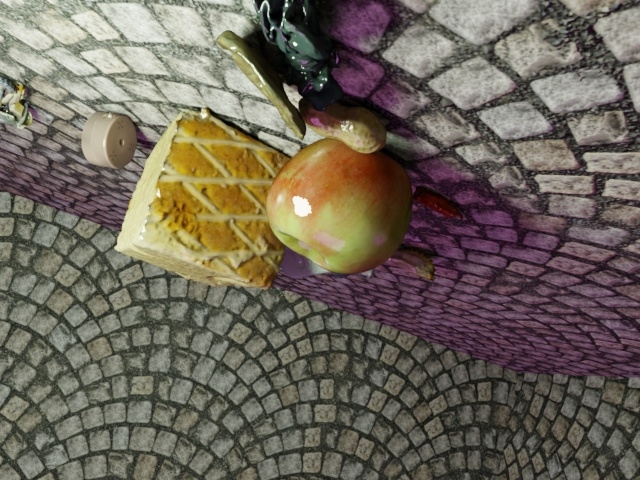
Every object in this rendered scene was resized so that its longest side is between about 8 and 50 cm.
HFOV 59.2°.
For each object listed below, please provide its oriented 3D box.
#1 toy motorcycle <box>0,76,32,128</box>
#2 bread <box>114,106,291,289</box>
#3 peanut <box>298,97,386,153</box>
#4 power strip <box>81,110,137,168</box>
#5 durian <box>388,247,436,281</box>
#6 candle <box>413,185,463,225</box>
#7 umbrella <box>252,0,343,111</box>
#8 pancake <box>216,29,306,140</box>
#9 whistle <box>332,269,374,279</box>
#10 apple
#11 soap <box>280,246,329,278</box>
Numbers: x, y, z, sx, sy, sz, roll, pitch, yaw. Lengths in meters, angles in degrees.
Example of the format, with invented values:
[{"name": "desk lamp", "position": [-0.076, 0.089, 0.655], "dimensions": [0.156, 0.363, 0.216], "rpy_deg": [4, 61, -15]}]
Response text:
[{"name": "toy motorcycle", "position": [-0.886, -0.391, 1.610], "dimensions": [0.130, 0.094, 0.229], "rpy_deg": [21, 152, -27]}, {"name": "bread", "position": [-0.279, -0.089, 1.448], "dimensions": [0.390, 0.371, 0.279], "rpy_deg": [24, 159, -35]}, {"name": "peanut", "position": [0.045, -0.236, 1.121], "dimensions": [0.193, 0.089, 0.089], "rpy_deg": [19, 164, -6]}, {"name": "power strip", "position": [-0.574, -0.275, 1.535], "dimensions": [0.078, 0.154, 0.154], "rpy_deg": [12, 163, 14]}, {"name": "durian", "position": [0.291, 0.058, 1.884], "dimensions": [0.224, 0.078, 0.140], "rpy_deg": [26, 178, 8]}, {"name": "candle", "position": [0.302, -0.084, 1.420], "dimensions": [0.162, 0.048, 0.053], "rpy_deg": [25, 146, -23]}, {"name": "umbrella", "position": [-0.039, -0.323, 0.859], "dimensions": [0.143, 0.094, 0.349], "rpy_deg": [33, 171, 12]}, {"name": "pancake", "position": [-0.088, -0.275, 1.002], "dimensions": [0.242, 0.050, 0.242], "rpy_deg": [49, -174, -7]}, {"name": "whistle", "position": [0.100, -0.011, 1.629], "dimensions": [0.168, 0.188, 0.405], "rpy_deg": [18, 164, -1]}, {"name": "apple", "position": [0.048, -0.084, 1.264], "dimensions": [0.319, 0.277, 0.319], "rpy_deg": [31, 168, 7]}, {"name": "soap", "position": [0.000, 0.000, 1.529], "dimensions": [0.289, 0.095, 0.173], "rpy_deg": [-13, 104, 43]}]
